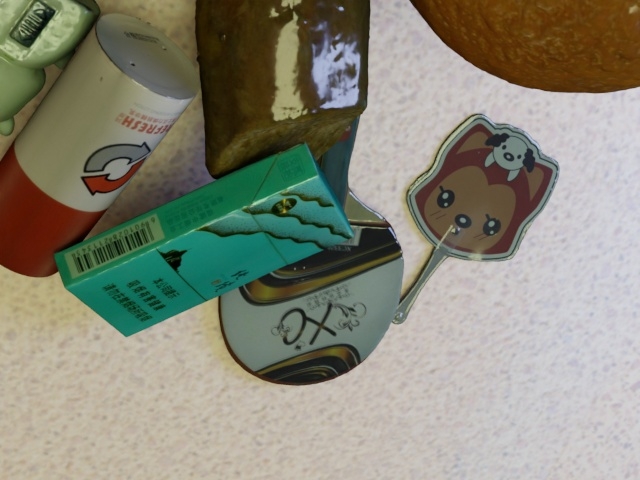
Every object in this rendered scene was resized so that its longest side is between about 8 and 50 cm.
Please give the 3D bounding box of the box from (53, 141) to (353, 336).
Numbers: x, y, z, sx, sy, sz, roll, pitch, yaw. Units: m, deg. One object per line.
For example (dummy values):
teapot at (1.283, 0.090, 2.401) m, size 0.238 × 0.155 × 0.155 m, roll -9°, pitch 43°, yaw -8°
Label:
box at (-0.093, 0.003, 1.331) m, size 0.226 × 0.042 × 0.161 m, roll -24°, pitch 160°, yaw 3°

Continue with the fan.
fan at (0.129, -0.011, 1.474) m, size 0.132 × 0.009 × 0.220 m, roll 28°, pitch 102°, yaw -23°

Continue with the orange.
orange at (0.201, -0.281, 1.182) m, size 0.322 × 0.357 × 0.322 m, roll 9°, pitch 128°, yaw 12°

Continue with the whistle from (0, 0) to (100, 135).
whistle at (-0.234, -0.181, 1.243) m, size 0.110 × 0.092 × 0.244 m, roll 32°, pitch 103°, yaw -25°

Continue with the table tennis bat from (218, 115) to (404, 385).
table tennis bat at (0.000, 0.000, 1.435) m, size 0.173 × 0.022 × 0.301 m, roll 4°, pitch 114°, yaw -16°

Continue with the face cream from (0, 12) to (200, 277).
face cream at (-0.194, -0.073, 1.270) m, size 0.096 × 0.096 × 0.214 m, roll 26°, pitch 121°, yaw -25°

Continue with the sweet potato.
sweet potato at (-0.023, -0.215, 1.260) m, size 0.157 × 0.158 × 0.370 m, roll 0°, pitch 106°, yaw -16°
